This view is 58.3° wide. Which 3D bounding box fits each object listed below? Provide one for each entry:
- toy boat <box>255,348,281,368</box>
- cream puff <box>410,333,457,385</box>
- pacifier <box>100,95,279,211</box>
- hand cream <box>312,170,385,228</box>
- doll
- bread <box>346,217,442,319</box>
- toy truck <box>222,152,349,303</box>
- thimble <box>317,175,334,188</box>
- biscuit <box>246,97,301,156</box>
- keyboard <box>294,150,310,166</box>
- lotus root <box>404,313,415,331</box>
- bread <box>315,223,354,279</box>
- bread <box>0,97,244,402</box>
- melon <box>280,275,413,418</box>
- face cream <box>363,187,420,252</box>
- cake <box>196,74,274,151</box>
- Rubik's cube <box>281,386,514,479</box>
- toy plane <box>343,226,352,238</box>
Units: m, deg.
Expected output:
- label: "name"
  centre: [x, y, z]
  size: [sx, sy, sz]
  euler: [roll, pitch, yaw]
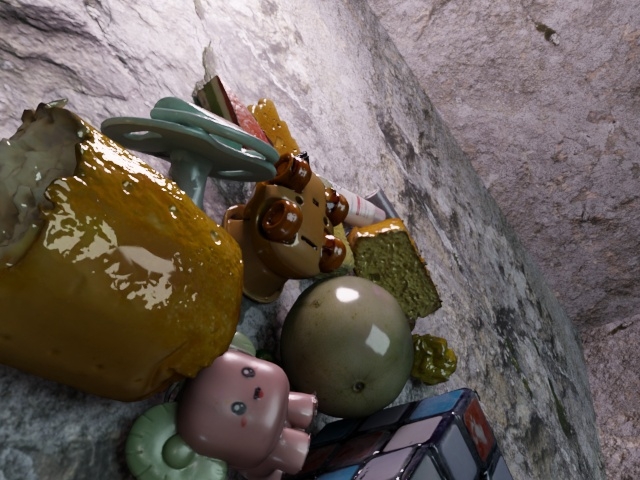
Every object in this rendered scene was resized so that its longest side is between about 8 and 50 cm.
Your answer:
- label: "toy boat"
  centre: [-0.087, 0.309, 1.089]
  size: [0.104, 0.052, 0.210]
  euler: [-3, 69, -55]
- label: "cream puff"
  centre: [0.308, 0.328, 1.623]
  size: [0.156, 0.121, 0.156]
  euler: [30, 46, -37]
- label: "pacifier"
  centre: [-0.233, -0.113, 1.057]
  size: [0.343, 0.288, 0.269]
  euler: [14, 81, -48]
- label: "hand cream"
  centre: [0.072, -0.105, 1.666]
  size: [0.248, 0.083, 0.133]
  euler: [25, 42, -28]
- label: "doll"
  centre: [-0.151, 0.278, 0.908]
  size: [0.268, 0.216, 0.284]
  euler: [23, 47, -11]
- label: "bread"
  centre: [0.190, 0.064, 1.566]
  size: [0.340, 0.194, 0.179]
  euler: [60, 13, -28]
- label: "toy truck"
  centre: [-0.074, -0.026, 1.231]
  size: [0.204, 0.212, 0.288]
  euler: [37, 41, -38]
- label: "thimble"
  centre: [-0.022, -0.129, 1.513]
  size: [0.062, 0.110, 0.084]
  euler: [-22, 130, -61]
- label: "biscuit"
  centre: [-0.120, -0.262, 1.523]
  size: [0.238, 0.041, 0.212]
  euler: [46, 34, -36]
- label: "keyboard"
  centre: [-0.082, -0.179, 1.489]
  size: [0.195, 0.018, 0.060]
  euler: [-40, 124, -49]
- label: "lotus root"
  centre: [0.165, 0.240, 1.490]
  size: [0.159, 0.135, 0.095]
  euler: [30, 42, -24]
- label: "bread"
  centre: [0.000, 0.000, 1.432]
  size: [0.138, 0.102, 0.196]
  euler: [17, 49, -54]
- label: "bread"
  centre: [-0.283, 0.017, 0.801]
  size: [0.394, 0.250, 0.361]
  euler: [33, 40, -34]
- label: "melon"
  centre: [0.053, 0.207, 1.164]
  size: [0.268, 0.268, 0.330]
  euler: [52, 5, -17]
- label: "face cream"
  centre: [0.240, -0.038, 1.868]
  size: [0.283, 0.073, 0.073]
  euler: [56, 30, -11]
- label: "cake"
  centre: [-0.211, -0.261, 1.331]
  size: [0.220, 0.086, 0.116]
  euler: [52, 29, -20]
- label: "Rubik's cube"
  centre: [0.138, 0.508, 0.975]
  size: [0.362, 0.363, 0.359]
  euler: [61, 31, 1]
- label: "toy plane"
  centre: [0.069, -0.017, 1.624]
  size: [0.078, 0.031, 0.083]
  euler: [57, 30, -9]
